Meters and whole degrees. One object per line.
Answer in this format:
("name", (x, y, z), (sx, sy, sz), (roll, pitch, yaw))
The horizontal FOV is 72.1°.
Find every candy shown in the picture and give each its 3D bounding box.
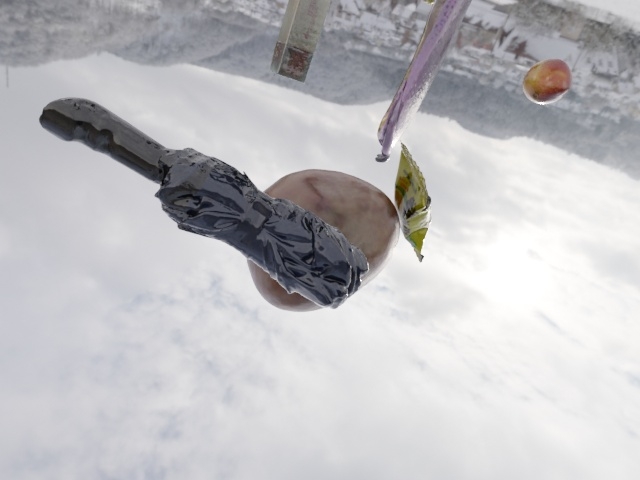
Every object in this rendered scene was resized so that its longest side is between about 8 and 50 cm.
("candy", (0.225, -0.085, 1.077), (0.081, 0.297, 0.187), (-15, -119, -4))

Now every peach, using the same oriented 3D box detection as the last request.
("peach", (0.492, -0.342, 0.955), (0.101, 0.100, 0.100), (14, -154, -7))

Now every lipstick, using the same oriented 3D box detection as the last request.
("lipstick", (-0.020, -0.552, 0.981), (0.076, 0.371, 0.079), (10, -155, -26))

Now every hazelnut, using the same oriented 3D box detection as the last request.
("hazelnut", (-0.004, -0.002, 0.995), (0.366, 0.365, 0.365), (14, -154, -7))

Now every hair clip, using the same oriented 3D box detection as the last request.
("hair clip", (0.136, -0.257, 0.488), (0.096, 0.358, 0.110), (11, -164, -24))

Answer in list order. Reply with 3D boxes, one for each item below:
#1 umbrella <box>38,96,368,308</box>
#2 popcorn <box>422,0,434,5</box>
("umbrella", (-0.066, -0.029, 0.319), (0.248, 0.071, 0.071), (35, -159, -18))
("popcorn", (0.368, -0.809, 1.317), (0.235, 0.181, 0.216), (43, -117, -11))
